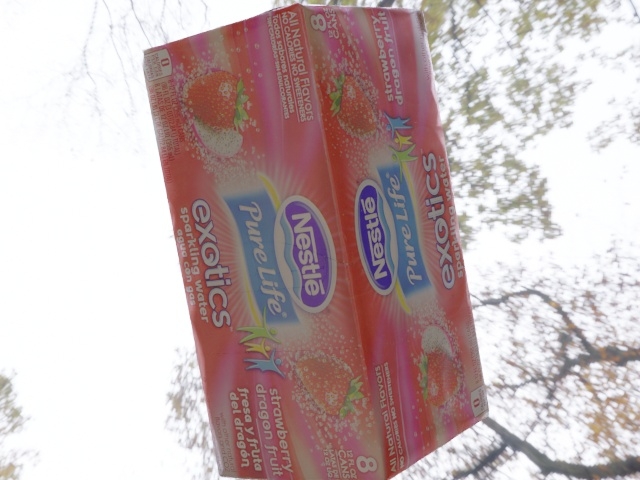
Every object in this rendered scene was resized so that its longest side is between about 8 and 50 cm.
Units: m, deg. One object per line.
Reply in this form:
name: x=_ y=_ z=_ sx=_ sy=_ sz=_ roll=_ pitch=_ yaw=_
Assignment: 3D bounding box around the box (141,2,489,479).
box: x=0.000 y=0.000 z=0.682 sx=0.142 sy=0.154 sz=0.300 roll=-7 pitch=-86 yaw=37
